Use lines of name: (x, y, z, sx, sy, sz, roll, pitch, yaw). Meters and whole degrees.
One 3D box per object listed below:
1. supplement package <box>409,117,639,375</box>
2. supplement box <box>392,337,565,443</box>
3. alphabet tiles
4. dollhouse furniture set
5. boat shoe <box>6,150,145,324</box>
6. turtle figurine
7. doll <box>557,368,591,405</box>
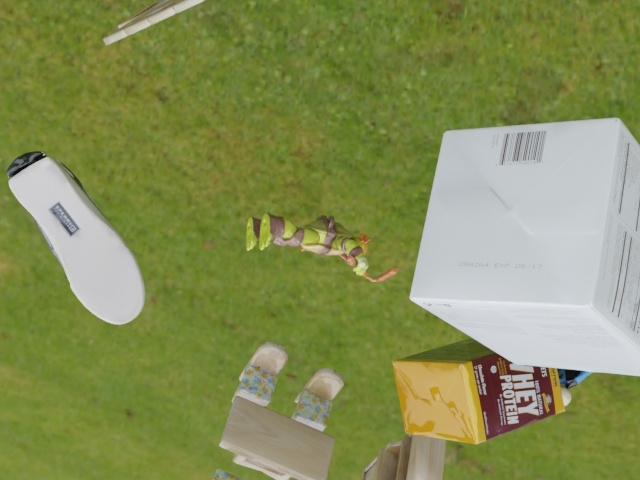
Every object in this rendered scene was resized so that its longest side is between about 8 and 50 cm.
supplement package: (0.262, 0.017, 1.039, 0.199, 0.198, 0.263, 0, 159, 38)
supplement box: (0.262, 0.243, 1.591, 0.194, 0.129, 0.191, -12, -179, -32)
alphabet tiles: (-0.094, -0.316, 1.087, 0.343, 0.285, 0.011, -3, 124, 53)
dollhouse furniture set: (0.011, 0.407, 1.859, 0.394, 0.362, 0.256, 25, 133, -9)
boat shoe: (-0.418, -0.009, 1.709, 0.127, 0.340, 0.158, -31, -177, 0)
turtle figurine: (0.000, 0.000, 1.563, 0.217, 0.087, 0.269, 10, -173, -25)
doll: (0.453, 0.223, 1.754, 0.046, 0.189, 0.129, 38, 141, -26)
